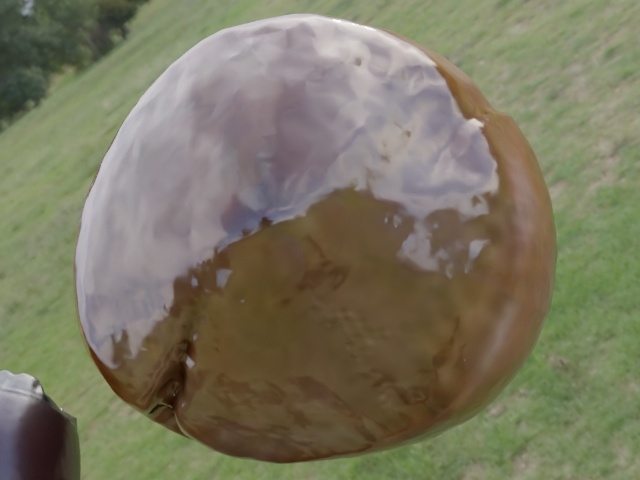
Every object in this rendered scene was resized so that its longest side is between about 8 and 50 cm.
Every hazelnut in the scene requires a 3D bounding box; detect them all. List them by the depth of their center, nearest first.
[{"bbox_3d":[0.000,0.000,0.766,0.373,0.315,0.372,8,6,-1],"label":"hazelnut"}]

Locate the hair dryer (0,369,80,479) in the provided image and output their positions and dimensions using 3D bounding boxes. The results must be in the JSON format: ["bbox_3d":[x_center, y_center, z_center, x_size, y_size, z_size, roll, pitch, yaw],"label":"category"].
[{"bbox_3d":[-0.137,0.240,0.705,0.341,0.123,0.312,-2,56,10],"label":"hair dryer"}]
